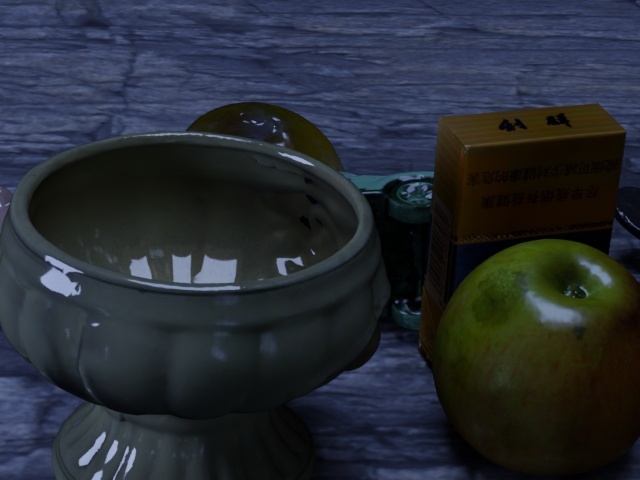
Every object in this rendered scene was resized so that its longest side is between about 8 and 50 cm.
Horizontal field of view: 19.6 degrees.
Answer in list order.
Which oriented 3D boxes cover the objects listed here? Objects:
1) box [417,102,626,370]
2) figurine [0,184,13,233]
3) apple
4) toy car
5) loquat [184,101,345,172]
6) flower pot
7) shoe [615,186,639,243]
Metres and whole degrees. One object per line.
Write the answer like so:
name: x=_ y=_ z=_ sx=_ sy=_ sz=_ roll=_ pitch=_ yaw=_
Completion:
box: x=0.173 y=0.004 z=1.619 sx=0.152 sy=0.237 sz=0.070 roll=-7 pitch=33 yaw=-16
figurine: x=-0.256 y=0.011 z=1.690 sx=0.125 sy=0.125 sz=0.138 roll=-12 pitch=44 yaw=-26
apple: x=0.187 y=0.092 z=1.517 sx=0.196 sy=0.196 sz=0.196 roll=2 pitch=28 yaw=-1
toy car: x=0.000 y=0.000 z=1.692 sx=0.306 sy=0.136 sz=0.125 roll=-5 pitch=31 yaw=-3
loquat: x=-0.055 y=-0.058 z=1.814 sx=0.195 sy=0.152 sz=0.152 roll=11 pitch=29 yaw=27
flower pot: x=-0.101 y=0.074 z=1.457 sx=0.307 sy=0.244 sz=0.307 roll=4 pitch=28 yaw=-2
shoe: x=0.363 y=0.008 z=1.836 sx=0.179 sy=0.049 sz=0.071 roll=21 pitch=41 yaw=-3
